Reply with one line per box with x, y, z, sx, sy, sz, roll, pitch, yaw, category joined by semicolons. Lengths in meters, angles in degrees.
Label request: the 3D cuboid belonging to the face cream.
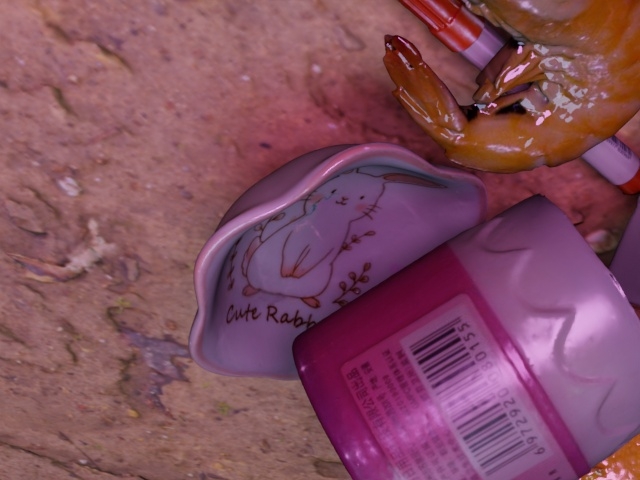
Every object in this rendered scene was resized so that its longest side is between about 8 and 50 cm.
0.105;0.088;0.698;0.195;0.175;0.175;-31;133;4;face cream

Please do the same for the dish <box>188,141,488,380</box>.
0.000;0.000;0.739;0.229;0.081;0.229;-18;143;-15;dish

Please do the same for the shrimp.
0.092;-0.121;0.585;0.248;0.068;0.150;33;108;-32;shrimp

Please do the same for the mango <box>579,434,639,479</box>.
0.171;0.156;0.853;0.350;0.201;0.199;-9;114;32;mango

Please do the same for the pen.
0.128;-0.096;0.662;0.239;0.028;0.028;33;135;-29;pen

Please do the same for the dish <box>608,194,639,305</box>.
0.273;-0.008;0.625;0.154;0.234;0.064;-19;99;-11;dish
